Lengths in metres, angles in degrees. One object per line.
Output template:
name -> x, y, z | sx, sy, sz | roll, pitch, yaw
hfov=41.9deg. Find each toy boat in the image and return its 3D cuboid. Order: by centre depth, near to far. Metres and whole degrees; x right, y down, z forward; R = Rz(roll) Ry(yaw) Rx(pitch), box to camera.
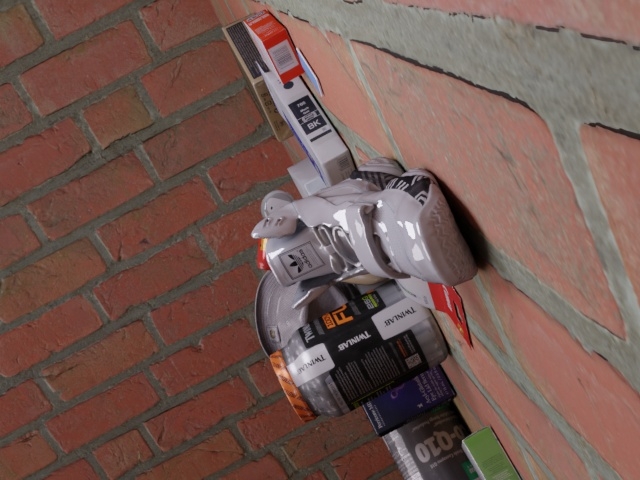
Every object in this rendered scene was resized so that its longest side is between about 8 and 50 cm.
toy boat -> 0.000, 0.000, 1.625 | 0.318, 0.268, 0.148 | 13, -95, -49

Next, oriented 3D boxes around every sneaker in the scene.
sneaker -> 0.043, 0.009, 1.003 | 0.137, 0.210, 0.366 | 62, 178, -16

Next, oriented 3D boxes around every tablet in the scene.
tablet -> -0.018, -0.292, 1.449 | 0.083, 0.006, 0.054 | 60, 177, 29

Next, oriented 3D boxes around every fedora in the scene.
fedora -> -0.010, 0.166, 1.807 | 0.124, 0.244, 0.275 | 166, 101, -64

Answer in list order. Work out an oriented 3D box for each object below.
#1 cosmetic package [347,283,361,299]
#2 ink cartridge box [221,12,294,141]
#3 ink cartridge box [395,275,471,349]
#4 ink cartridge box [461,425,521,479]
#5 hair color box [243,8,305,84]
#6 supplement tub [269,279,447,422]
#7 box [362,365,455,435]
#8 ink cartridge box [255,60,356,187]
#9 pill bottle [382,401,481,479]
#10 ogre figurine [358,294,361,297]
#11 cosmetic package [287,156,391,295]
cosmetic package -> 0.053, 0.229, 2.156 | 0.161, 0.230, 0.453 | 56, -172, 17
ink cartridge box -> -0.123, -0.369, 1.912 | 0.193, 0.088, 0.234 | 62, 179, 29
ink cartridge box -> 0.149, 0.056, 1.290 | 0.224, 0.056, 0.181 | 63, 179, 35
ink cartridge box -> 0.350, 0.467, 1.606 | 0.209, 0.062, 0.109 | 61, 178, 20
hair color box -> -0.087, -0.364, 1.563 | 0.093, 0.053, 0.167 | 62, 177, -32
supplement tub -> 0.073, 0.220, 1.647 | 0.193, 0.316, 0.193 | 62, 177, 5
box -> 0.192, 0.351, 1.975 | 0.153, 0.207, 0.108 | 61, 178, 18
ink cartridge box -> -0.020, -0.221, 1.655 | 0.332, 0.065, 0.165 | 59, 177, 35
pill bottle -> 0.310, 0.577, 2.123 | 0.361, 0.204, 0.204 | 61, 178, 22
ogre figurine -> 0.166, 0.182, 1.894 | 0.118, 0.097, 0.197 | 51, 178, 37
cosmetic package -> 0.041, -0.050, 1.967 | 0.284, 0.097, 0.377 | 60, 178, -13
